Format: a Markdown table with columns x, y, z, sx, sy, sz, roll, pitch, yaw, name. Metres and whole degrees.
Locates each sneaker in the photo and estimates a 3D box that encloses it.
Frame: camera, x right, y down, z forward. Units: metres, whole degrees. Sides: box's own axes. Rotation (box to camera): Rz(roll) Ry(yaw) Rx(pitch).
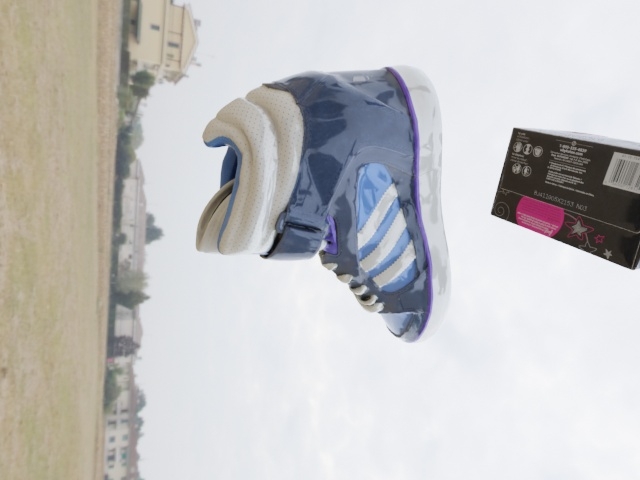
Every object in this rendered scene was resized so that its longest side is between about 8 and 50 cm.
| x | y | z | sx | sy | sz | roll | pitch | yaw | name |
| --- | --- | --- | --- | --- | --- | --- | --- | --- | --- |
| 0.000 | 0.000 | 0.432 | 0.130 | 0.236 | 0.323 | -127 | -156 | -57 | sneaker |

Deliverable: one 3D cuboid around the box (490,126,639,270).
| x | y | z | sx | sy | sz | roll | pitch | yaw | name |
| --- | --- | --- | --- | --- | --- | --- | --- | --- | --- |
| 0.429 | -0.081 | 0.667 | 0.247 | 0.142 | 0.164 | 37 | -54 | 53 | box |
